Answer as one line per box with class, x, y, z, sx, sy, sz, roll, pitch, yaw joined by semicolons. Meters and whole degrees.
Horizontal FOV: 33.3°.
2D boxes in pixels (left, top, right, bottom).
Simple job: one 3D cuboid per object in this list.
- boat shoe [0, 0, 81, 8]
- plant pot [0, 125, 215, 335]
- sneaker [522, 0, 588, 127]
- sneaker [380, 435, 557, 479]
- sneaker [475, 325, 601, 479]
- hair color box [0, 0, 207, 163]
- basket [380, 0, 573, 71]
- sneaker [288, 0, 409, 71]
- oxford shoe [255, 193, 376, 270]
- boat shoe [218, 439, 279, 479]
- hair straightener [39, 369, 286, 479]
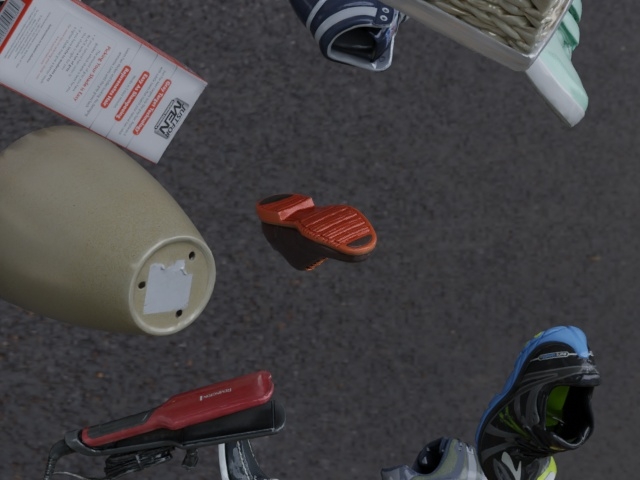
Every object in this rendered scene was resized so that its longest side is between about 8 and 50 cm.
boat shoe;-0.471;-0.322;1.623;0.227;0.079;0.081;-31;136;-4
plant pot;-0.265;0.014;1.349;0.256;0.274;0.257;-22;124;-38
sneaker;0.234;-0.239;0.996;0.094;0.151;0.256;31;38;-60
sneaker;0.197;0.304;1.385;0.300;0.111;0.121;-12;75;-46
sneaker;0.185;0.158;0.907;0.067;0.078;0.188;0;130;-20
hair color box;-0.154;-0.115;0.728;0.141;0.043;0.072;29;98;-41
basket;0.092;-0.207;0.676;0.167;0.103;0.113;29;66;9
sneaker;0.106;-0.306;1.310;0.099;0.282;0.153;80;-11;-60
oxford shoe;0.000;0.000;1.638;0.097;0.271;0.098;-21;114;-26
boat shoe;-0.093;0.440;1.747;0.114;0.091;0.303;15;59;-78
hair straightener;-0.138;0.187;0.953;0.047;0.230;0.089;-105;175;-54
